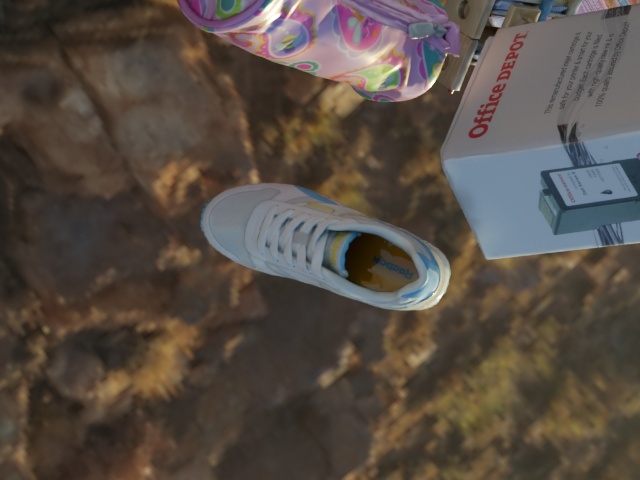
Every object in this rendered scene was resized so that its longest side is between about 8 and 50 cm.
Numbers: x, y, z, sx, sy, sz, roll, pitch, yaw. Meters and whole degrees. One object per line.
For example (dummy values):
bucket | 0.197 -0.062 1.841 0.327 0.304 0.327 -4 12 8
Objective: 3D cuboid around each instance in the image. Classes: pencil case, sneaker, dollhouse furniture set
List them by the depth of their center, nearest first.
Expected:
pencil case | 0.002 -0.196 1.402 0.124 0.124 0.284 -52 146 16
sneaker | 0.000 0.000 1.489 0.092 0.228 0.087 19 86 -78
dollhouse furniture set | 0.224 -0.194 1.808 0.129 0.184 0.129 2 122 -34

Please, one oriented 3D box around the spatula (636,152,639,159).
spatula | 0.267 -0.030 0.900 0.296 0.084 0.030 -4 99 -53

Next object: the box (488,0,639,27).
box | 0.324 -0.286 2.177 0.142 0.154 0.300 -13 149 22

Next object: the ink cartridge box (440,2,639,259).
ink cartridge box | 0.274 -0.105 1.445 0.121 0.289 0.211 63 35 -31
